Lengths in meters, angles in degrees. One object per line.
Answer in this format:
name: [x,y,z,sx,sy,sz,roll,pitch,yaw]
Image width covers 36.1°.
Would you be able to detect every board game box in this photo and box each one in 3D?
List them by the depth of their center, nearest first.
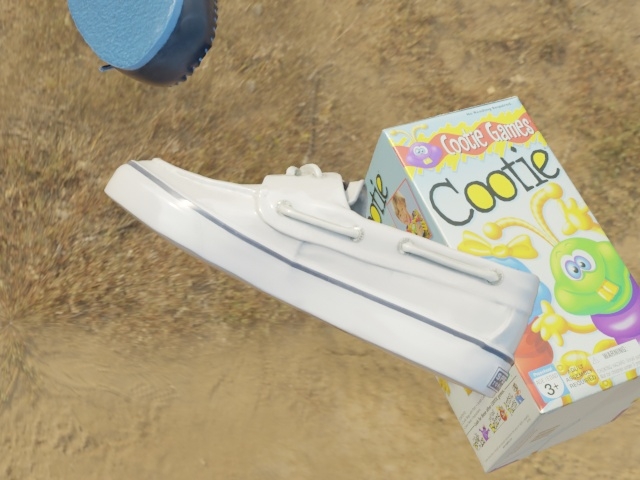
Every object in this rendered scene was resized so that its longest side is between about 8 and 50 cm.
board game box: [0.158,0.034,0.857,0.142,0.144,0.275,-17,64,-20]

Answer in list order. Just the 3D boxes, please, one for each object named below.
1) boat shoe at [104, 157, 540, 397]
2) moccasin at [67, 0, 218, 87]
boat shoe: [0.000,0.000,0.573,0.258,0.095,0.084,26,85,9]
moccasin: [-0.128,-0.234,0.799,0.138,0.342,0.117,-38,135,19]
